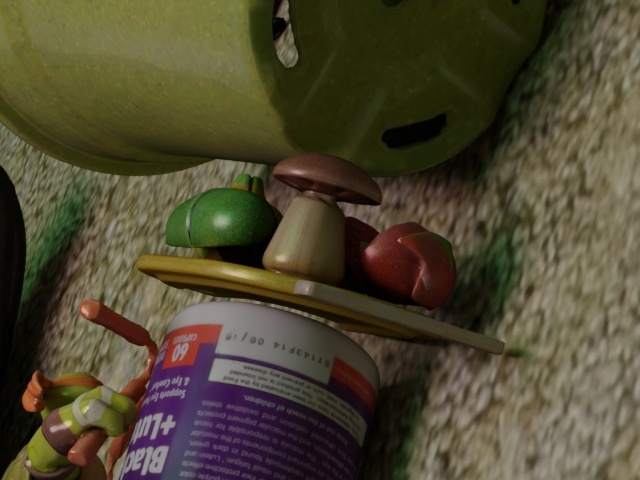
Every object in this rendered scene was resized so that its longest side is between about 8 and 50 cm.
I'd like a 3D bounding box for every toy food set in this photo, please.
[{"bbox_3d":[0.000,0.000,0.940,0.218,0.128,0.071,5,79,61],"label":"toy food set"}]

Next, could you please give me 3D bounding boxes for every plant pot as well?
[{"bbox_3d":[-0.026,-0.144,1.037,0.254,0.276,0.276,22,84,53],"label":"plant pot"}]

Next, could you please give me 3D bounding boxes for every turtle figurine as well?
[{"bbox_3d":[-0.132,0.150,1.003,0.269,0.087,0.217,106,168,-66],"label":"turtle figurine"}]

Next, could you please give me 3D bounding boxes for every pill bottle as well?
[{"bbox_3d":[-0.045,0.135,0.919,0.108,0.108,0.193,-23,45,53],"label":"pill bottle"}]

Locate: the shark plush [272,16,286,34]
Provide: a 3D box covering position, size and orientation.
[{"bbox_3d":[-0.046,-0.138,1.303,0.161,0.073,0.067,-47,42,-17],"label":"shark plush"}]

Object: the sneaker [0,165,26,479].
[{"bbox_3d":[-0.264,0.148,1.291,0.202,0.185,0.483,-12,55,36],"label":"sneaker"}]
